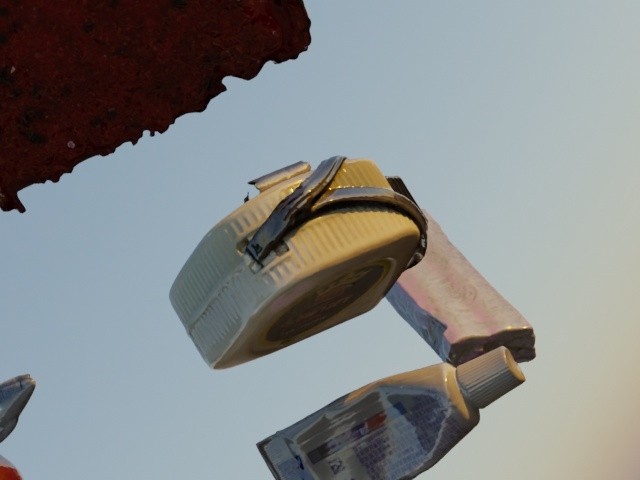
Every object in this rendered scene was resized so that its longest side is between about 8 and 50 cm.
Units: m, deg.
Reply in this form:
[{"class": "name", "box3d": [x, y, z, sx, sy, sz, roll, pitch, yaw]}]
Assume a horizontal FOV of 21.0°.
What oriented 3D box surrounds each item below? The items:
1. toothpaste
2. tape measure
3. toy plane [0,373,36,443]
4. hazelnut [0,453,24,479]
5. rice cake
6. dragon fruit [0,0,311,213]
[{"class": "toothpaste", "box3d": [0.076, 0.189, 1.724, 0.282, 0.099, 0.068, -31, -31, 18]}, {"class": "tape measure", "box3d": [0.000, 0.000, 1.693, 0.271, 0.133, 0.231, -18, -20, -35]}, {"class": "toy plane", "box3d": [-0.313, 0.162, 1.425, 0.212, 0.088, 0.267, -20, -21, -49]}, {"class": "hazelnut", "box3d": [-0.409, 0.291, 1.838, 0.204, 0.178, 0.178, -14, -20, 0]}, {"class": "rice cake", "box3d": [0.129, 0.050, 1.953, 0.106, 0.298, 0.050, -13, -56, -18]}, {"class": "dragon fruit", "box3d": [-0.202, -0.209, 1.509, 0.343, 0.100, 0.282, -25, -49, 4]}]
